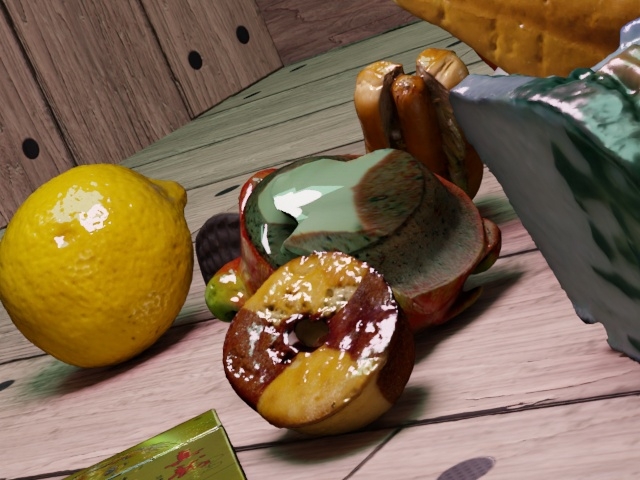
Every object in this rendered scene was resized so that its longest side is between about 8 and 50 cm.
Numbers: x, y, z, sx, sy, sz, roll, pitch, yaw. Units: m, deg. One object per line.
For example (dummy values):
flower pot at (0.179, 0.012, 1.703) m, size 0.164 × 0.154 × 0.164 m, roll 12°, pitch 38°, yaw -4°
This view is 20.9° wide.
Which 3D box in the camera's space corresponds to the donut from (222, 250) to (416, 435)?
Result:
donut at (0.004, 0.095, 1.500) m, size 0.184 × 0.073 × 0.166 m, roll 16°, pitch 70°, yaw 44°

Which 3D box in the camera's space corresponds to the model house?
model house at (0.327, -0.084, 1.298) m, size 0.329 × 0.252 × 0.295 m, roll -31°, pitch 13°, yaw -12°

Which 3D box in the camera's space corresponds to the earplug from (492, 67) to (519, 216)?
earplug at (0.260, -0.080, 1.747) m, size 0.185 × 0.185 × 0.324 m, roll -21°, pitch 19°, yaw 10°

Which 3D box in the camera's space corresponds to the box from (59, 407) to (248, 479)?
box at (-0.141, 0.223, 1.420) m, size 0.173 × 0.043 × 0.311 m, roll -25°, pitch 11°, yaw -5°

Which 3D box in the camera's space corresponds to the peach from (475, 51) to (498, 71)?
peach at (0.363, -0.344, 2.388) m, size 0.372 × 0.290 × 0.372 m, roll -25°, pitch 7°, yaw 4°

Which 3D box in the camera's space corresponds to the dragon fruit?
dragon fruit at (0.031, 0.005, 1.688) m, size 0.295 × 0.130 × 0.268 m, roll -17°, pitch 47°, yaw -17°

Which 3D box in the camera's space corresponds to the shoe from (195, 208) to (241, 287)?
shoe at (0.000, 0.000, 1.975) m, size 0.171 × 0.132 × 0.336 m, roll -26°, pitch 13°, yaw -37°

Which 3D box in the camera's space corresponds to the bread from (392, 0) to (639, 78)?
bread at (0.235, -0.172, 1.650) m, size 0.361 × 0.245 × 0.233 m, roll 8°, pitch 22°, yaw 18°

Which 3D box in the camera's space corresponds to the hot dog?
hot dog at (0.120, -0.101, 1.954) m, size 0.135 × 0.100 × 0.337 m, roll -15°, pitch -26°, yaw 1°

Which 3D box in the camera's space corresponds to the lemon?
lemon at (-0.263, 0.023, 2.061) m, size 0.253 × 0.228 × 0.228 m, roll -62°, pitch 21°, yaw -9°
